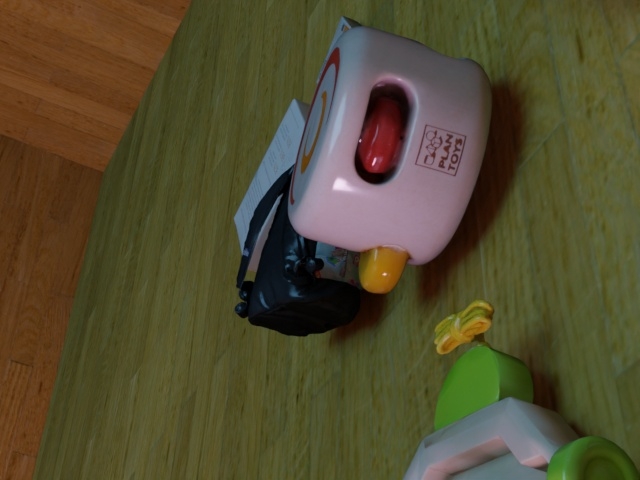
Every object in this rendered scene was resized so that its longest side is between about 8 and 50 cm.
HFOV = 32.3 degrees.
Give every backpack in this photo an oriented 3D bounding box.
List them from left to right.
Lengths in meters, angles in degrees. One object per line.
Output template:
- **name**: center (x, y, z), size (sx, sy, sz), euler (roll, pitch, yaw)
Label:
- **backpack**: center (0.000, 0.000, 1.117), size (0.152, 0.115, 0.182), euler (-20, 50, 52)

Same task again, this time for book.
- **book**: center (0.031, -0.221, 1.389), size (0.144, 0.035, 0.096), euler (-114, 44, -65)

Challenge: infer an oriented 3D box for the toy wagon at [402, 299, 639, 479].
- **toy wagon**: center (0.101, 0.203, 0.699), size (0.267, 0.068, 0.344), euler (-42, 33, 54)

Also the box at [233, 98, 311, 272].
- **box**: center (-0.020, -0.053, 1.260), size (0.170, 0.091, 0.130), euler (-62, 20, 20)

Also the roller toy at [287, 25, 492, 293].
- **roller toy**: center (0.064, -0.078, 0.969), size (0.209, 0.146, 0.191), euler (-83, 12, -45)
